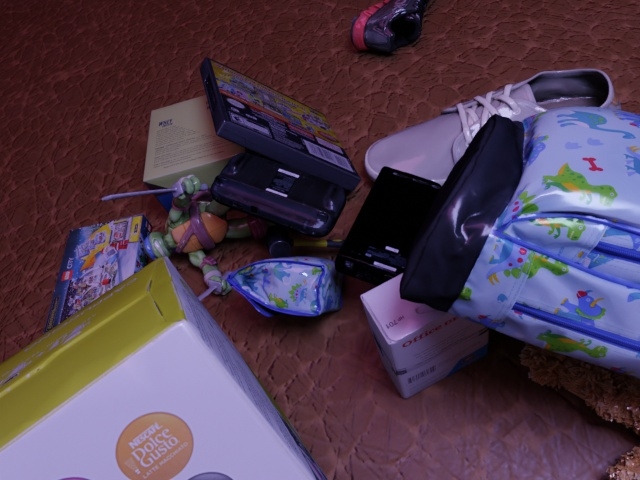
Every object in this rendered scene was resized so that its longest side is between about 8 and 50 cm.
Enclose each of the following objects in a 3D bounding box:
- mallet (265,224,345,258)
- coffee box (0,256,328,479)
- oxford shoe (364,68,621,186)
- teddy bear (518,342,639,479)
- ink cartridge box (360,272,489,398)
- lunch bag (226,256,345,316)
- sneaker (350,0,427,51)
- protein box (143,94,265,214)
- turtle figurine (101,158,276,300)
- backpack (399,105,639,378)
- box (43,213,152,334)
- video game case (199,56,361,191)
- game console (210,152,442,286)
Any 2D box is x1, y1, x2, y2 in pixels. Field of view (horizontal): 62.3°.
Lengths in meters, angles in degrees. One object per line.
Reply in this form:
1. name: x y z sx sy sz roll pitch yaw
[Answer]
1. mallet: 0.000 0.000 0.889 0.190 0.039 0.062 -2 30 -20
2. coffee box: -0.190 0.257 0.519 0.338 0.334 0.338 -36 16 -11
3. oxford shoe: 0.292 -0.201 0.926 0.449 0.130 0.169 -12 54 10
4. teddy bear: 0.403 0.175 0.604 0.245 0.113 0.338 -32 58 1
5. ink cartridge box: 0.143 0.114 0.696 0.140 0.190 0.082 -27 51 -5
6. lunch bag: -0.050 0.068 0.816 0.151 0.129 0.096 8 89 17
7. sneaker: 0.198 -0.523 1.210 0.135 0.097 0.276 33 71 33
8. protein box: -0.221 -0.170 1.050 0.200 0.136 0.201 -14 52 7
9. turtle figurine: -0.169 -0.014 0.888 0.266 0.274 0.197 -26 86 -9
10. backpack: 0.303 0.001 0.530 0.355 0.273 0.290 33 40 6
11. box: -0.408 0.066 0.991 0.159 0.044 0.233 -12 52 8
12. video game case: -0.076 -0.211 0.960 0.035 0.275 0.248 -53 37 27
13. game console: 0.016 -0.055 0.801 0.361 0.044 0.213 20 48 11
